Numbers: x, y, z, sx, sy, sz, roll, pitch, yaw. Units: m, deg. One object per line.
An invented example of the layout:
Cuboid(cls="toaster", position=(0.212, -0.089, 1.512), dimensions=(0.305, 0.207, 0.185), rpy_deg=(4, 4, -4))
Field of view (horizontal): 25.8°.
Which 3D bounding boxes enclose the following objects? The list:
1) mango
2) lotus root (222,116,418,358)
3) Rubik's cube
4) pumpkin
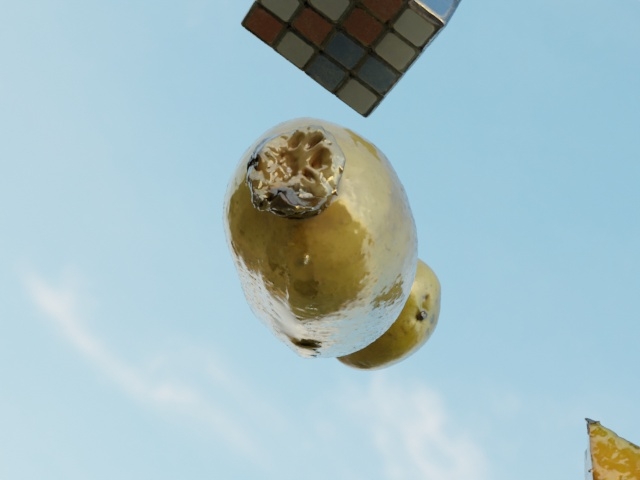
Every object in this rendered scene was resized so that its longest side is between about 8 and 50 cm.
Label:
Cuboid(cls="mango", position=(0.077, 0.094, 1.777), dimensions=(0.195, 0.098, 0.137), rpy_deg=(-38, -128, 48))
Cuboid(cls="lotus root", position=(0.003, 0.000, 1.034), dimensions=(0.146, 0.131, 0.303), rpy_deg=(43, -15, 19))
Cuboid(cls="Rubik's cube", position=(0.028, -0.145, 0.785), dimensions=(0.092, 0.092, 0.092), rpy_deg=(36, -40, -5))
Cuboid(cls="pumpkin", position=(0.344, 0.313, 1.445), dimensions=(0.149, 0.254, 0.130), rpy_deg=(-6, -48, 12))
